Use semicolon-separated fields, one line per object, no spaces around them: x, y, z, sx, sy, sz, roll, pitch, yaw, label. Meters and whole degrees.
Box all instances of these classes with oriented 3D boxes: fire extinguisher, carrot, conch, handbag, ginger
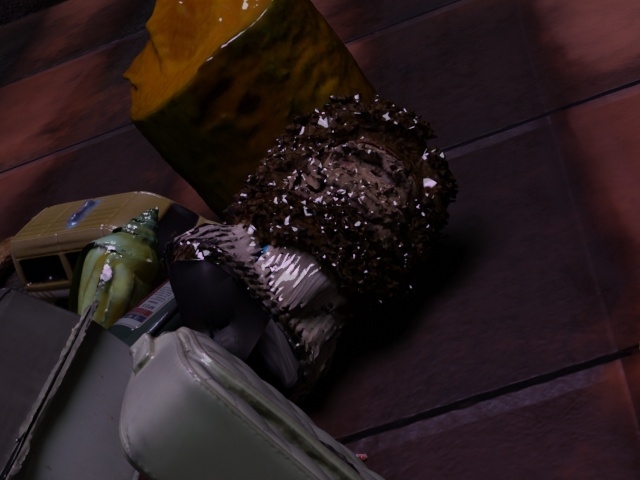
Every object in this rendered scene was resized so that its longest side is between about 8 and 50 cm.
-0.151;0.097;1.310;0.294;0.093;0.118;-41;-3;-33;fire extinguisher
-0.082;-0.168;1.552;0.241;0.341;0.241;-37;15;11;carrot
-0.206;0.056;1.372;0.095;0.079;0.201;128;156;-67;conch
-0.018;0.145;0.905;0.079;0.256;0.219;-48;13;6;handbag
-0.406;0.032;1.749;0.057;0.044;0.137;-44;3;35;ginger

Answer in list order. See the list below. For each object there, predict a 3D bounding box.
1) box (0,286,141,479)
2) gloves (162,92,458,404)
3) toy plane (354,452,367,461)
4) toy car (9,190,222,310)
-0.241;0.184;1.056;0.220;0.166;0.290;-51;12;27;box
-0.002;-0.006;1.273;0.210;0.135;0.312;35;55;24;gloves
-0.049;0.194;1.061;0.189;0.061;0.130;-13;26;15;toy plane
-0.206;0.014;1.494;0.256;0.124;0.101;-7;30;35;toy car
